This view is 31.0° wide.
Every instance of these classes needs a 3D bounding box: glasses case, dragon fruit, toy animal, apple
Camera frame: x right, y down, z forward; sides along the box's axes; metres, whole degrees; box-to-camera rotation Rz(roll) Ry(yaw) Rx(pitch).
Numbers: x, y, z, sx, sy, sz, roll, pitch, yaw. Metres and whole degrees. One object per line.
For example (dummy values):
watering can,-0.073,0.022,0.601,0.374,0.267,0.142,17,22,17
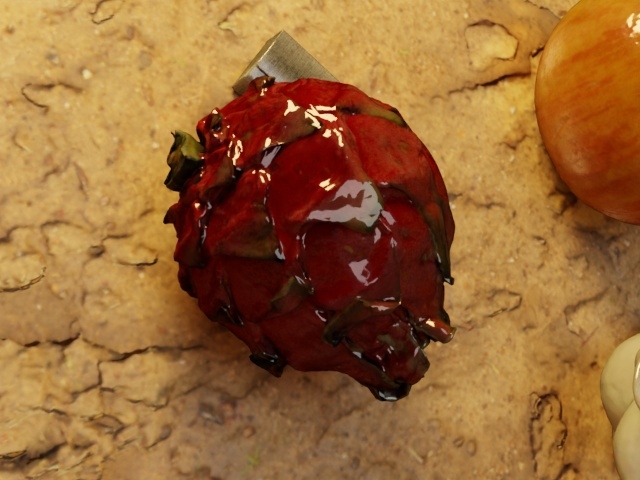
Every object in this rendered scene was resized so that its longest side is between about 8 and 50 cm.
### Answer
glasses case,0.014,-0.112,1.132,0.205,0.047,0.071,42,61,-15
dragon fruit,0.000,0.000,0.990,0.244,0.244,0.299,-28,87,-33
toy animal,0.411,0.191,1.191,0.310,0.247,0.183,29,104,-12
apple,0.375,-0.157,1.248,0.286,0.233,0.286,9,71,-28
